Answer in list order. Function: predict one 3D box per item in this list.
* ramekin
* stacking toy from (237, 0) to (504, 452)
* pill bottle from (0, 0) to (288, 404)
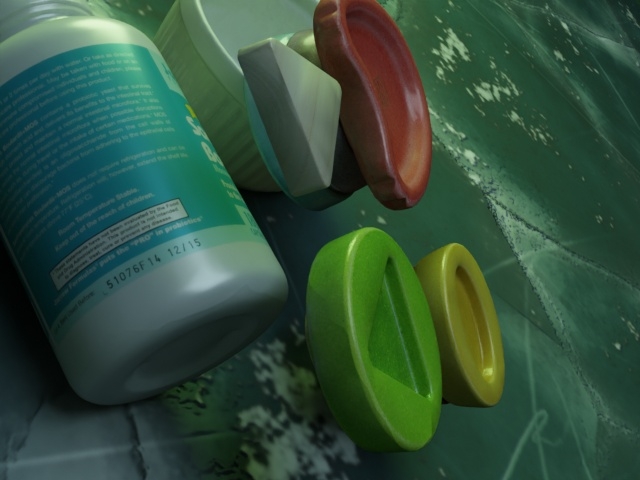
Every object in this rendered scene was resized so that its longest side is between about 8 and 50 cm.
[{"bbox_3d":[-0.056,-0.140,0.861,0.207,0.109,0.207,30,38,-26],"label":"ramekin"},{"bbox_3d":[0.000,0.000,0.654,0.279,0.130,0.309,-25,99,-65],"label":"stacking toy"},{"bbox_3d":[-0.140,-0.040,0.629,0.146,0.146,0.264,-8,62,-51],"label":"pill bottle"}]
